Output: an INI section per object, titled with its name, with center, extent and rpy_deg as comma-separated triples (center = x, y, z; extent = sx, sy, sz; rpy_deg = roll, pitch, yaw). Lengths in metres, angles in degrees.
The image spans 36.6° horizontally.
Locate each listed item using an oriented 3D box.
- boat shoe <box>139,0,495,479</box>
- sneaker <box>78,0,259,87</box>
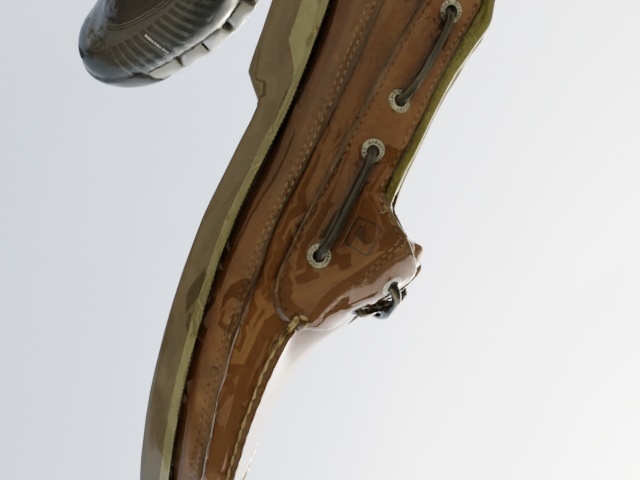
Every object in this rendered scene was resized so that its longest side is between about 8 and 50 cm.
[boat shoe]
center = 0.000, 0.000, 0.456
extent = 0.104, 0.111, 0.307
rpy_deg = 17, -83, 0
[sneaker]
center = -0.049, -0.174, 0.473
extent = 0.078, 0.234, 0.106
rpy_deg = 55, -167, 27
